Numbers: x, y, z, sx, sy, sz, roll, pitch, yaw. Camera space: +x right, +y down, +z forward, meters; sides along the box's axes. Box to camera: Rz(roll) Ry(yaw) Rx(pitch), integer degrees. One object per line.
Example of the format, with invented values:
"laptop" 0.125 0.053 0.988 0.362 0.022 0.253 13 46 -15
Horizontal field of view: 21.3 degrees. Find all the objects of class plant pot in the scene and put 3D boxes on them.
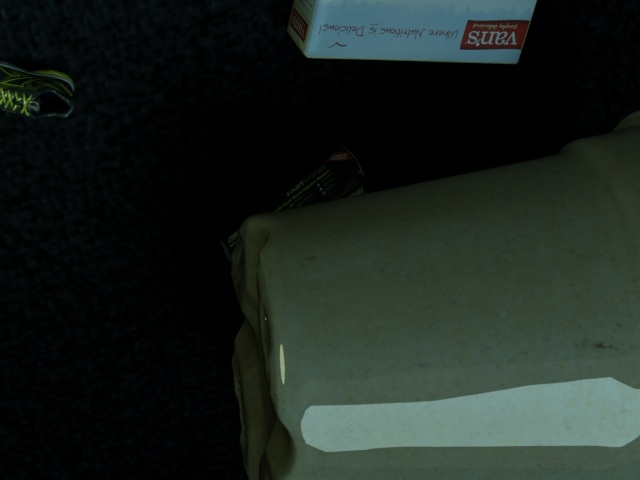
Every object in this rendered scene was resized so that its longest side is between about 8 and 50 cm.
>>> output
"plant pot" 0.100 0.081 1.191 0.305 0.334 0.334 -3 125 -10

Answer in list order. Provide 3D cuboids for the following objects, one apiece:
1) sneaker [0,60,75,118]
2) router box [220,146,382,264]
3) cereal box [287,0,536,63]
"sneaker" -0.200 -0.098 1.128 0.083 0.035 0.031 -2 123 -24
"router box" 0.000 0.000 1.290 0.122 0.038 0.092 -37 131 4
"cereal box" 0.084 -0.235 1.154 0.173 0.047 0.240 0 124 -25
